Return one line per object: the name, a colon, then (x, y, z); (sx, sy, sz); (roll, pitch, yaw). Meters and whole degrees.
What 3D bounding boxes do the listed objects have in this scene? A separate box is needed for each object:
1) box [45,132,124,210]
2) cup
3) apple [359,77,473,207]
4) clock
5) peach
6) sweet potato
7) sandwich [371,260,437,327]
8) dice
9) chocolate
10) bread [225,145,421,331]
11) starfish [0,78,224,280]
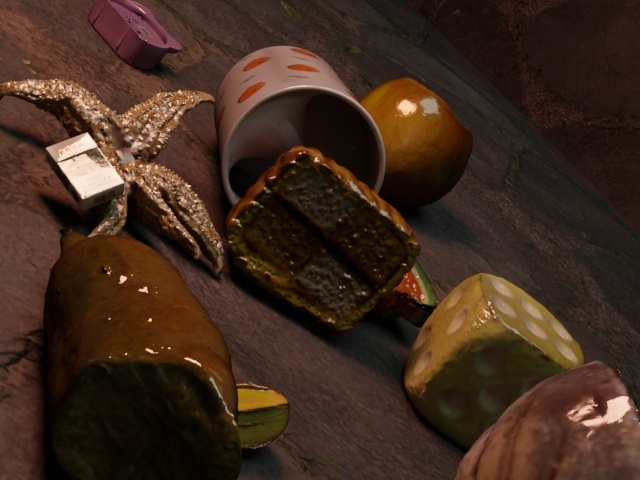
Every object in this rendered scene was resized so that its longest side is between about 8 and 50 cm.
box: (-0.260, -0.077, 1.246); (0.054, 0.024, 0.083); (-27, 63, -27)
cup: (-0.041, -0.152, 1.584); (0.212, 0.212, 0.317); (30, 15, -18)
apple: (0.156, -0.173, 1.984); (0.237, 0.207, 0.237); (35, 20, -15)
clock: (-0.298, -0.333, 1.809); (0.110, 0.050, 0.153); (6, 37, -54)
peach: (-0.071, 0.174, 1.097); (0.077, 0.050, 0.083); (14, 10, 4)
sweet potato: (-0.164, 0.093, 0.987); (0.157, 0.158, 0.370); (26, 19, -28)
sandwich: (0.059, 0.043, 1.571); (0.235, 0.079, 0.159); (38, 30, 13)
dice: (0.218, 0.159, 1.431); (0.169, 0.169, 0.166); (34, 21, -9)
chocolate: (0.241, 0.289, 1.138); (0.303, 0.212, 0.303); (-17, 90, -85)
bread: (0.000, 0.000, 1.412); (0.222, 0.181, 0.096); (38, 6, -12)
starfish: (-0.207, -0.069, 1.348); (0.301, 0.084, 0.294); (2, 48, -42)
